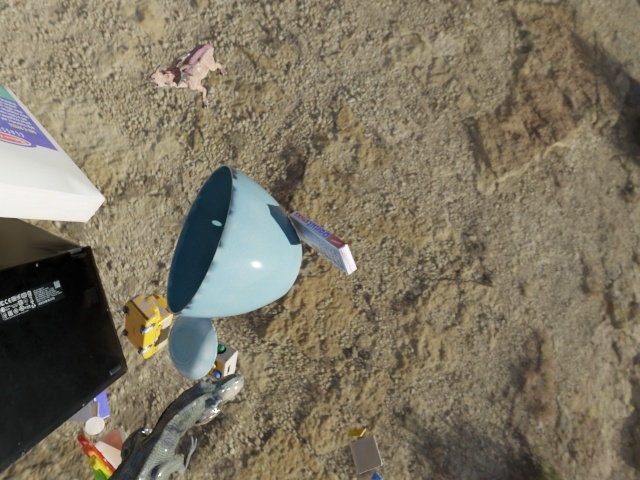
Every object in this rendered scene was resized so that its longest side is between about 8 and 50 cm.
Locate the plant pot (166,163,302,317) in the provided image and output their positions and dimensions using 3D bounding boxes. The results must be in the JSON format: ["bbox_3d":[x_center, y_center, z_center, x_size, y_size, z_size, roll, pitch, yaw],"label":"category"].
[{"bbox_3d":[-0.152,0.024,0.796,0.195,0.290,0.291,22,71,-30],"label":"plant pot"}]

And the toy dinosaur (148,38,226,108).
[{"bbox_3d":[-0.433,-0.603,1.390,0.127,0.200,0.296,23,75,11],"label":"toy dinosaur"}]

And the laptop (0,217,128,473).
[{"bbox_3d":[-0.560,0.119,0.614,0.236,0.382,0.409,-12,98,10],"label":"laptop"}]

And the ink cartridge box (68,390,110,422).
[{"bbox_3d":[-0.741,0.472,1.270,0.069,0.370,0.176,-8,80,-44],"label":"ink cartridge box"}]

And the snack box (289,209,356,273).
[{"bbox_3d":[0.000,0.000,0.780,0.022,0.178,0.064,-35,129,-17],"label":"snack box"}]

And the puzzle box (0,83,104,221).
[{"bbox_3d":[-0.468,-0.136,0.418,0.272,0.409,0.052,45,100,13],"label":"puzzle box"}]

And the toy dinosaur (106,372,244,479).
[{"bbox_3d":[-0.152,0.214,0.297,0.063,0.118,0.268,30,64,-6],"label":"toy dinosaur"}]

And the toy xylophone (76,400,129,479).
[{"bbox_3d":[-0.376,0.420,0.748,0.081,0.322,0.236,-40,95,-31],"label":"toy xylophone"}]

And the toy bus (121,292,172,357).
[{"bbox_3d":[-0.592,0.290,1.388,0.108,0.333,0.130,44,48,11],"label":"toy bus"}]

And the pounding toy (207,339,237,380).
[{"bbox_3d":[-0.373,0.412,1.406,0.130,0.141,0.100,23,32,15],"label":"pounding toy"}]

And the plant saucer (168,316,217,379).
[{"bbox_3d":[-0.367,0.287,1.117,0.037,0.194,0.195,11,72,-58],"label":"plant saucer"}]

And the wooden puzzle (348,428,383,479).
[{"bbox_3d":[0.106,0.499,0.947,0.014,0.078,0.117,33,38,-45],"label":"wooden puzzle"}]
